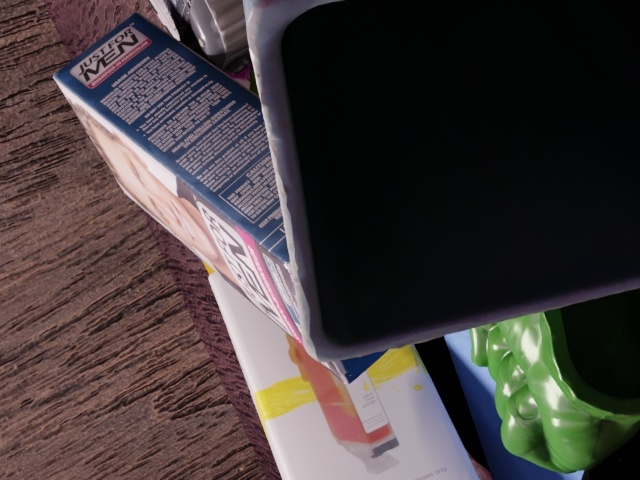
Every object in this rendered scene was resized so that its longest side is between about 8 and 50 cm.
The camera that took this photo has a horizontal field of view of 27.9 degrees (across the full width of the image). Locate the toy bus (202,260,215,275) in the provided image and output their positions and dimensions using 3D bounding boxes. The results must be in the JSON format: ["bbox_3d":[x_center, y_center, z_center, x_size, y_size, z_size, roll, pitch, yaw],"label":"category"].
[{"bbox_3d":[-0.074,0.003,1.532,0.333,0.130,0.108,63,167,-7],"label":"toy bus"}]

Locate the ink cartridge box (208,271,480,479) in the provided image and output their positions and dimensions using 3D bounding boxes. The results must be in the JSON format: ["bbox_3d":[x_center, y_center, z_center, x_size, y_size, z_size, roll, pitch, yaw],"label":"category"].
[{"bbox_3d":[0.046,0.216,1.238,0.279,0.160,0.385,74,174,-57],"label":"ink cartridge box"}]

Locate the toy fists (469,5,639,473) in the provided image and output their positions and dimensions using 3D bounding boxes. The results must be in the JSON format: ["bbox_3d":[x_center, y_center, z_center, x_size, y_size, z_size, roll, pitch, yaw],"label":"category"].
[{"bbox_3d":[0.136,0.002,0.792,0.142,0.096,0.279,102,162,-68],"label":"toy fists"}]

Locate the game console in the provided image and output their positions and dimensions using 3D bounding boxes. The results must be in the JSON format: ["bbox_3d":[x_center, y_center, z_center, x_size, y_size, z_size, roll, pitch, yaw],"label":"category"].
[{"bbox_3d":[0.131,0.083,1.211,0.213,0.044,0.361,48,161,48],"label":"game console"}]

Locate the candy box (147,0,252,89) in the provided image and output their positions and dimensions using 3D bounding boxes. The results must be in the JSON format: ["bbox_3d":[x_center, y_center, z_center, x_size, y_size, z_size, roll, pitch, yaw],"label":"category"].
[{"bbox_3d":[-0.117,-0.232,1.378,0.233,0.071,0.159,57,-171,28],"label":"candy box"}]

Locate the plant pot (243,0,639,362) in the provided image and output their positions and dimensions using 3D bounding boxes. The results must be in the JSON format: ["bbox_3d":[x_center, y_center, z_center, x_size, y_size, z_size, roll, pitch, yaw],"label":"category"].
[{"bbox_3d":[0.077,-0.132,0.645,0.248,0.247,0.252,82,175,-52],"label":"plant pot"}]

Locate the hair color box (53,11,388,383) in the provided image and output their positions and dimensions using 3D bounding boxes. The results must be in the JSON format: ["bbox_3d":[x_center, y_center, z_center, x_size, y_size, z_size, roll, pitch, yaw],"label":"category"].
[{"bbox_3d":[-0.072,-0.043,1.108,0.347,0.105,0.174,38,162,38],"label":"hair color box"}]

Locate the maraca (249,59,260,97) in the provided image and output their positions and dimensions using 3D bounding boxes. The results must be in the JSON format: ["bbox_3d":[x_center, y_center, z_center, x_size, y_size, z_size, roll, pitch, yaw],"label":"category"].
[{"bbox_3d":[-0.018,-0.137,1.227,0.099,0.127,0.186,-40,62,34],"label":"maraca"}]

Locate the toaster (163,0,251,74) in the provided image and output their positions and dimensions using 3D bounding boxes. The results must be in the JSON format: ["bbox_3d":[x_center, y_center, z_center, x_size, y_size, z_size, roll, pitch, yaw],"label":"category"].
[{"bbox_3d":[-0.086,-0.267,1.156,0.227,0.146,0.129,62,165,3],"label":"toaster"}]

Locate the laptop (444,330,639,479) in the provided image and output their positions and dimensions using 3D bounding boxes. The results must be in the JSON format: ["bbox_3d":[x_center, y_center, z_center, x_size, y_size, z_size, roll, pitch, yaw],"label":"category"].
[{"bbox_3d":[0.171,0.266,0.981,0.236,0.408,0.382,-8,116,29],"label":"laptop"}]
